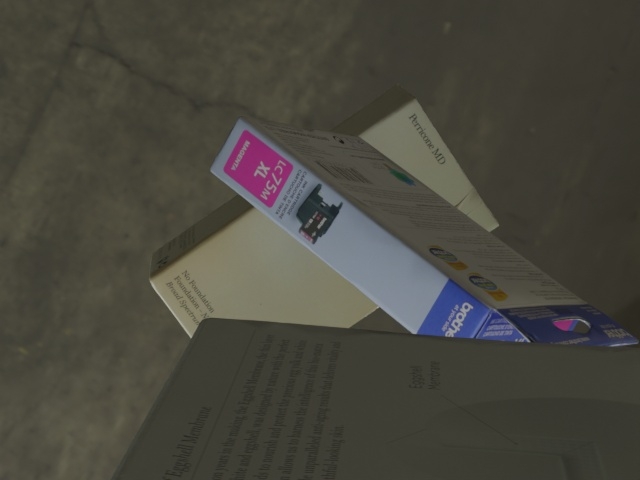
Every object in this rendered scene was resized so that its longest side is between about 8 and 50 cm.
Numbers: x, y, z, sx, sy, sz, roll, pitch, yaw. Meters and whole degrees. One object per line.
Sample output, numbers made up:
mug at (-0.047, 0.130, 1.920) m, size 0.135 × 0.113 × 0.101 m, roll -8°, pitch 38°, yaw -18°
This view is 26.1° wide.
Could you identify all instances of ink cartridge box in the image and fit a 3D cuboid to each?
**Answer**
ink cartridge box at (0.080, 0.012, 1.067) m, size 0.186 × 0.311 × 0.065 m, roll 2°, pitch 120°, yaw -59°

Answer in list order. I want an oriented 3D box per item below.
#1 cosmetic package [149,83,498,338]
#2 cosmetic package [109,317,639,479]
cosmetic package at (0.000, 0.000, 1.366) m, size 0.309 × 0.113 × 0.160 m, roll -35°, pitch 104°, yaw 4°
cosmetic package at (0.049, 0.125, 0.453) m, size 0.224 × 0.225 × 0.138 m, roll -69°, pitch 164°, yaw -76°
